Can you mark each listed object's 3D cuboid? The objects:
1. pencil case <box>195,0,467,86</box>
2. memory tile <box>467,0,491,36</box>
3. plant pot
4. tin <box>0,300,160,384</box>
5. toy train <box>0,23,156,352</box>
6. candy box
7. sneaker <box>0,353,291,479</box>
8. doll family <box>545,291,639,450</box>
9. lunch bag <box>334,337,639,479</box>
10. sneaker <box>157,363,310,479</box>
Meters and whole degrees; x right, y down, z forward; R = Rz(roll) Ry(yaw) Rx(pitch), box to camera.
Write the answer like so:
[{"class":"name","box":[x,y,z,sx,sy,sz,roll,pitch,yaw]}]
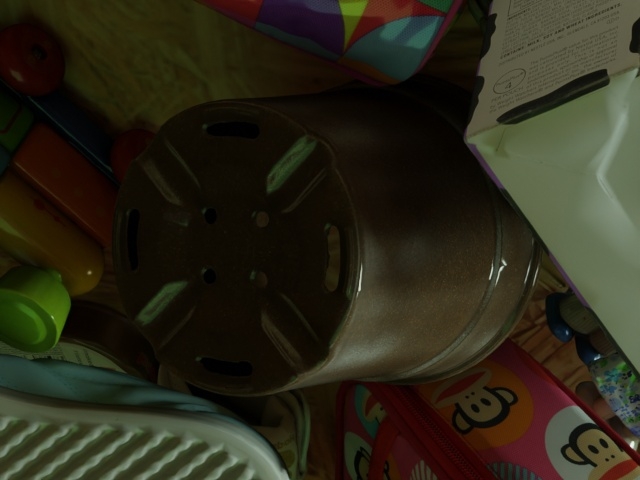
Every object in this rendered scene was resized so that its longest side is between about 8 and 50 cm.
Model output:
[{"class":"pencil case","box":[-0.045,-0.149,0.516,0.236,0.104,0.104,21,135,-3]},{"class":"memory tile","box":[0.116,-0.050,0.553,0.012,0.113,0.148,-33,117,15]},{"class":"plant pot","box":[0.000,0.000,0.547,0.167,0.165,0.167,3,96,29]},{"class":"tin","box":[-0.207,0.091,0.837,0.190,0.040,0.106,0,136,17]},{"class":"toy train","box":[-0.141,0.008,0.660,0.105,0.143,0.248,-28,119,36]},{"class":"candy box","box":[0.140,-0.055,0.478,0.070,0.196,0.165,-22,123,32]},{"class":"sneaker","box":[-0.194,0.122,0.647,0.366,0.135,0.150,16,176,2]},{"class":"doll family","box":[0.254,0.086,0.632,0.263,0.118,0.163,35,132,-16]},{"class":"lunch bag","box":[0.095,0.189,0.717,0.258,0.120,0.293,48,151,35]},{"class":"sneaker","box":[-0.039,0.195,0.740,0.108,0.292,0.169,-16,140,-29]}]
